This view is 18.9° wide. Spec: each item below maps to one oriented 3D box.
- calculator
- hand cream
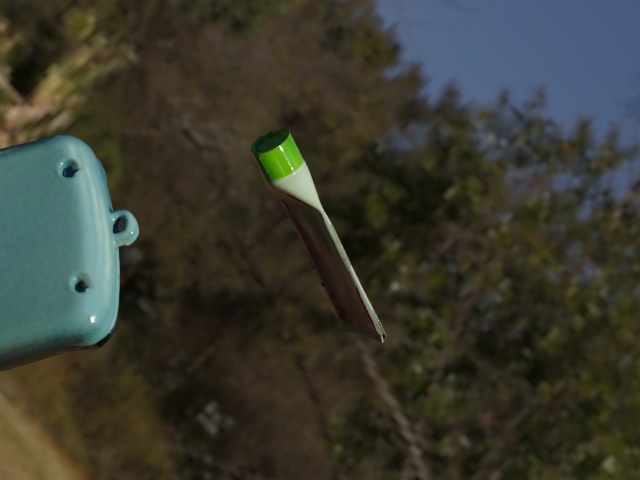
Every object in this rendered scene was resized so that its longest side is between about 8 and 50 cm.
[{"bbox_3d":[-0.268,0.023,1.390,0.051,0.293,0.173,50,28,-62],"label":"calculator"},{"bbox_3d":[-0.001,0.001,2.190,0.275,0.050,0.079,63,0,-26],"label":"hand cream"}]
